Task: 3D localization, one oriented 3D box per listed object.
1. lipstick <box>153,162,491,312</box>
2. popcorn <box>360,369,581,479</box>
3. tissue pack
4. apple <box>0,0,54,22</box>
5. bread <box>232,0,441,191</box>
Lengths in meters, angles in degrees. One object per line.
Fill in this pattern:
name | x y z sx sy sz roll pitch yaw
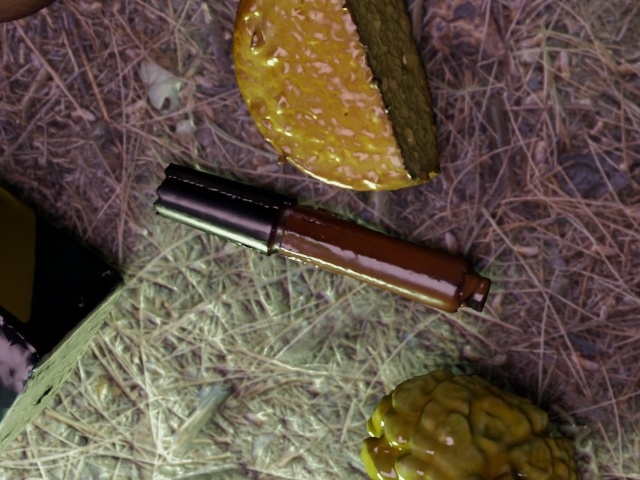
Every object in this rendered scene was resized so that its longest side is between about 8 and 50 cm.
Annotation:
lipstick | 0.000 0.000 1.854 0.418 0.077 0.077 19 115 9
popcorn | 0.177 0.283 1.832 0.258 0.224 0.270 -3 119 36
tissue pack | -0.499 0.053 1.931 0.417 0.264 0.253 35 119 3
apple | -0.380 -0.382 1.737 0.306 0.235 0.305 7 112 17
bread | 0.002 -0.196 1.710 0.179 0.194 0.340 -12 111 20
